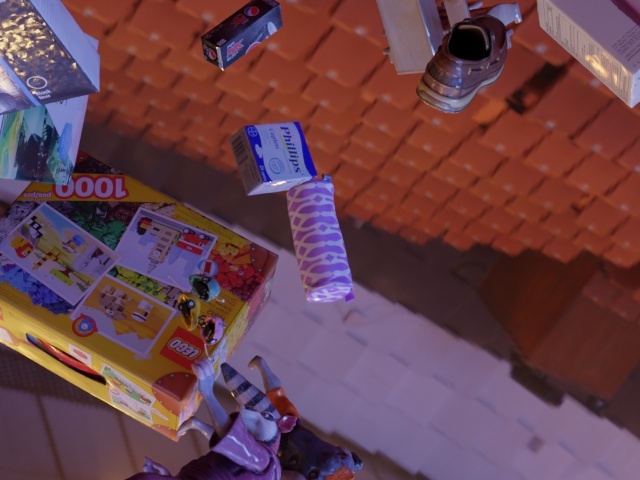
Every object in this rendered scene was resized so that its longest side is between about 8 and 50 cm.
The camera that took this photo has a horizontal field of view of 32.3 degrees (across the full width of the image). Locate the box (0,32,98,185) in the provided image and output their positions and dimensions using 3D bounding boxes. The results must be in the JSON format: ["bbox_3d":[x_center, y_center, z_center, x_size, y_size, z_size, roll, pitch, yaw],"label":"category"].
[{"bbox_3d":[-0.401,-0.199,1.547,0.058,0.232,0.322,11,-178,6],"label":"box"}]

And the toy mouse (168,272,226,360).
[{"bbox_3d":[-0.181,0.109,1.793,0.031,0.143,0.161,-11,-101,-38],"label":"toy mouse"}]

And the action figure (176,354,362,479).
[{"bbox_3d":[-0.082,0.371,1.831,0.330,0.178,0.341,37,-134,18],"label":"action figure"}]

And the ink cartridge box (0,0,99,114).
[{"bbox_3d":[-0.380,-0.254,1.199,0.333,0.165,0.065,60,-158,-60],"label":"ink cartridge box"}]

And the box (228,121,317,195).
[{"bbox_3d":[-0.094,-0.165,2.204,0.137,0.072,0.126,-10,-104,-37],"label":"box"}]

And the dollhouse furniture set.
[{"bbox_3d":[0.286,-0.474,2.169,0.303,0.174,0.355,5,-149,46],"label":"dollhouse furniture set"}]

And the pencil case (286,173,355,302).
[{"bbox_3d":[0.000,0.000,1.824,0.088,0.086,0.206,14,-119,-49],"label":"pencil case"}]

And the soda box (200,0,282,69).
[{"bbox_3d":[-0.148,-0.396,2.101,0.053,0.060,0.169,33,-121,28],"label":"soda box"}]

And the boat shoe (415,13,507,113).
[{"bbox_3d":[0.151,-0.188,1.097,0.064,0.060,0.178,28,-141,10],"label":"boat shoe"}]

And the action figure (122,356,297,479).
[{"bbox_3d":[-0.153,0.349,1.500,0.370,0.248,0.276,-32,-116,-33],"label":"action figure"}]

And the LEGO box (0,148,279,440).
[{"bbox_3d":[-0.391,0.093,2.159,0.500,0.193,0.372,27,-123,9],"label":"LEGO box"}]

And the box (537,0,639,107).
[{"bbox_3d":[0.492,-0.363,1.876,0.232,0.127,0.148,48,180,20],"label":"box"}]
